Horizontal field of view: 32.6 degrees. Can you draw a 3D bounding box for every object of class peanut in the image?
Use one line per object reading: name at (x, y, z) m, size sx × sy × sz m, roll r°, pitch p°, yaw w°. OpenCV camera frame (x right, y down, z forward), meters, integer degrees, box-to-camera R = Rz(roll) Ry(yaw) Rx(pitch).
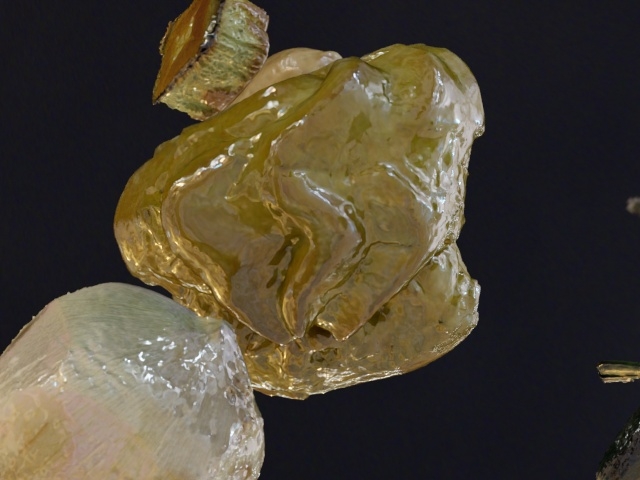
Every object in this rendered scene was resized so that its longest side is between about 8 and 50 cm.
peanut at (-0.061, -0.181, 1.568) m, size 0.122 × 0.137 × 0.253 m, roll 14°, pitch -55°, yaw -45°

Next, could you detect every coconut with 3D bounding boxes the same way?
coconut at (-0.122, 0.115, 0.672) m, size 0.194 × 0.194 × 0.194 m, roll -8°, pitch -61°, yaw -15°

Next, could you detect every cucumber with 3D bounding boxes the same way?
cucumber at (0.374, 0.182, 1.168) m, size 0.245 × 0.067 × 0.067 m, roll -46°, pitch -57°, yaw -10°

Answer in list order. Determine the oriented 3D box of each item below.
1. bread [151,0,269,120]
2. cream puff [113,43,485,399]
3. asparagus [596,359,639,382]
bread at (-0.113, -0.199, 1.131) m, size 0.069 × 0.128 × 0.140 m, roll 24°, pitch -42°, yaw -29°
cream puff at (0.006, -0.003, 0.901) m, size 0.323 × 0.274 × 0.269 m, roll -25°, pitch -90°, yaw 6°
asparagus at (0.342, 0.126, 1.049) m, size 0.022 × 0.233 × 0.023 m, roll 30°, pitch -108°, yaw -20°
